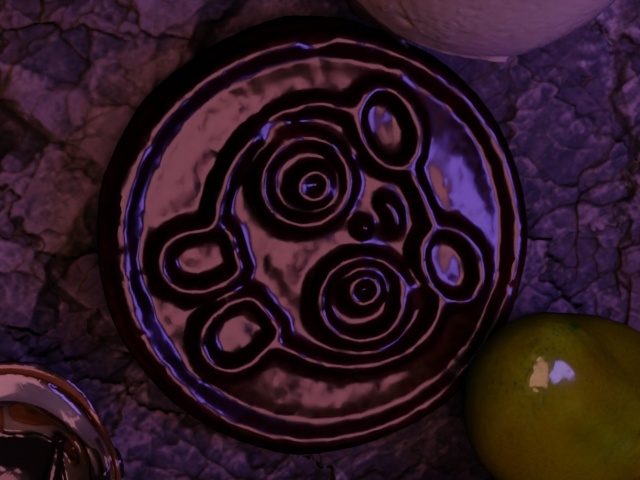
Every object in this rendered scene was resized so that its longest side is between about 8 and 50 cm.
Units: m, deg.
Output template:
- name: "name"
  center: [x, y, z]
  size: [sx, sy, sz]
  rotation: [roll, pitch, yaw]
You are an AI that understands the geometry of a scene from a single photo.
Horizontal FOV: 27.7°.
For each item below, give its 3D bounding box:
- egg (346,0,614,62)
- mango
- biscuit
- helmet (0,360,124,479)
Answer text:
- name: "egg"
  center: [0.162, -0.303, 1.051]
  size: [0.337, 0.201, 0.337]
  rotation: [-3, 102, -13]
- name: "mango"
  center: [0.226, 0.159, 1.216]
  size: [0.273, 0.149, 0.185]
  rotation: [13, 115, -43]
- name: "biscuit"
  center: [0.000, 0.000, 1.191]
  size: [0.407, 0.091, 0.407]
  rotation: [-2, 100, -13]
- name: "helmet"
  center: [-0.276, 0.214, 1.132]
  size: [0.198, 0.130, 0.224]
  rotation: [-3, 89, -18]
